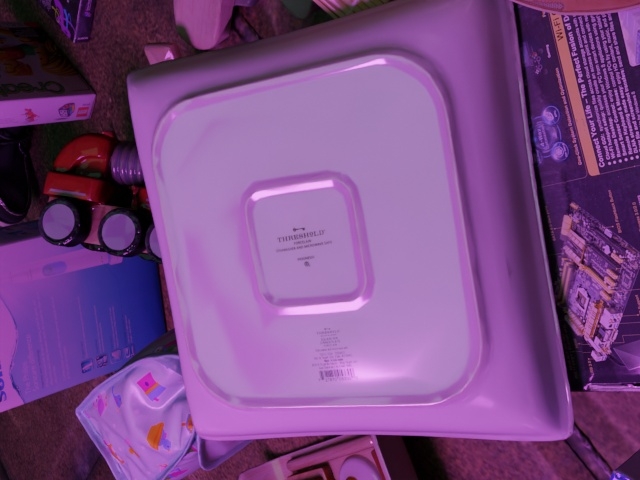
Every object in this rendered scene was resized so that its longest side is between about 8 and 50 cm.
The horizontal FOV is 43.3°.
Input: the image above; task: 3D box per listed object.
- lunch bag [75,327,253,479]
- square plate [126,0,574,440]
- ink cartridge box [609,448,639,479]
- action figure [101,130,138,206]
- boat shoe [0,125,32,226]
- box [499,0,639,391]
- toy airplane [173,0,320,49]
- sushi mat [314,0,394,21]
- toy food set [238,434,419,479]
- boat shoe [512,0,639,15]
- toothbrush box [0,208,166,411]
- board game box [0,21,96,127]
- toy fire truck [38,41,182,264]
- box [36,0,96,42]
[{"bbox_3d":[-0.115,0.156,0.905,0.160,0.223,0.262,56,134,10],"label":"lunch bag"},{"bbox_3d":[0.000,0.000,0.641,0.347,0.049,0.344,-7,95,28],"label":"square plate"},{"bbox_3d":[0.249,0.158,0.533,0.046,0.207,0.097,29,123,38],"label":"ink cartridge box"},{"bbox_3d":[-0.287,-0.099,1.150,0.038,0.030,0.115,-37,77,41],"label":"action figure"},{"bbox_3d":[-0.532,-0.194,1.312,0.113,0.127,0.340,-17,87,25],"label":"boat shoe"},{"bbox_3d":[0.235,-0.095,0.549,0.318,0.097,0.395,-14,92,47],"label":"box"},{"bbox_3d":[-0.111,-0.379,0.735,0.386,0.272,0.384,-13,132,40],"label":"toy airplane"},{"bbox_3d":[-0.044,-0.299,0.578,0.316,0.019,0.151,39,128,-9],"label":"sushi mat"},{"bbox_3d":[0.020,0.340,0.903,0.306,0.092,0.219,-34,73,49],"label":"toy food set"},{"bbox_3d":[0.123,-0.180,0.504,0.190,0.072,0.068,17,110,32],"label":"boat shoe"},{"bbox_3d":[-0.375,0.086,1.103,0.126,0.295,0.216,8,109,45],"label":"toothbrush box"},{"bbox_3d":[-0.497,-0.230,1.119,0.193,0.305,0.053,48,130,24],"label":"board game box"},{"bbox_3d":[-0.217,-0.101,0.974,0.217,0.158,0.246,9,87,14],"label":"toy fire truck"},{"bbox_3d":[-0.370,-0.373,1.146,0.162,0.029,0.116,47,133,27],"label":"box"}]
